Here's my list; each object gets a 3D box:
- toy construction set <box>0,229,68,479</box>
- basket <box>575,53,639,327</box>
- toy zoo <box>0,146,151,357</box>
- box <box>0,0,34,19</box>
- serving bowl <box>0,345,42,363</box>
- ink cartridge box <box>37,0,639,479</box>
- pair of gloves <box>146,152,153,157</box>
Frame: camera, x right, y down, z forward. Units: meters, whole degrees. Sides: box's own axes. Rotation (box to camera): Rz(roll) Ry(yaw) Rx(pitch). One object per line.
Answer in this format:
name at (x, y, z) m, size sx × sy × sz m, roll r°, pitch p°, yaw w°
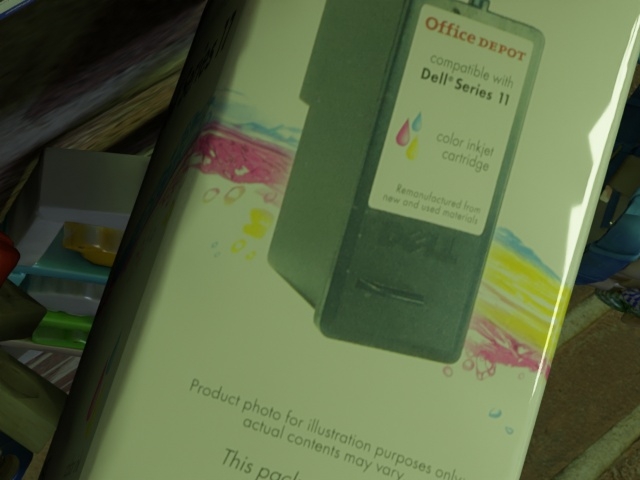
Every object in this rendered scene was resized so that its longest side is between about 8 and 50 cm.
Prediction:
toy construction set at (-0.207, 0.095, 0.578) m, size 0.327 × 0.151 × 0.215 m, roll -41°, pitch 155°, yaw 13°
basket at (0.179, -0.068, 0.966) m, size 0.201 × 0.289 × 0.255 m, roll -52°, pitch 178°, yaw -3°
toy zoo at (-0.059, 0.016, 0.861) m, size 0.192 × 0.030 × 0.293 m, roll 10°, pitch 161°, yaw -18°
box at (-0.043, -0.091, 0.385) m, size 0.081 × 0.028 × 0.136 m, roll -34°, pitch 180°, yaw -25°
serving bowl at (-0.196, 0.059, 1.280) m, size 0.083 × 0.027 × 0.083 m, roll -36°, pitch 178°, yaw -1°
ink cartridge box at (0.000, 0.000, 0.581) m, size 0.207 × 0.119 × 0.354 m, roll 138°, pitch -29°, yaw -72°
pair of gloves at (-0.034, -0.062, 0.956) m, size 0.204 × 0.042 × 0.240 m, roll -33°, pitch 177°, yaw -11°
